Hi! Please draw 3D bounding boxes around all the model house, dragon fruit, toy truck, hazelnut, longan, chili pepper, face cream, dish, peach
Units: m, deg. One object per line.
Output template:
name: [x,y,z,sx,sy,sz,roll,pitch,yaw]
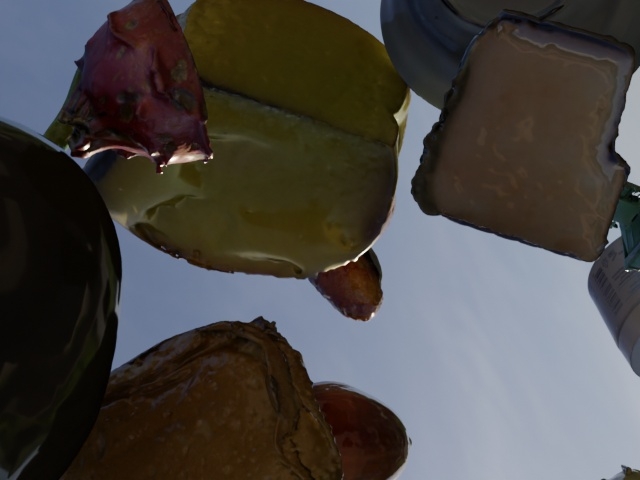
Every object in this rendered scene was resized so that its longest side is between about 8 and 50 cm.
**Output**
model house: [0.186,-0.088,1.011,0.166,0.183,0.172,18,-175,11]
dragon fruit: [-0.158,-0.121,0.929,0.153,0.110,0.153,162,90,-73]
toy truck: [0.277,-0.029,1.149,0.175,0.067,0.081,20,-139,-8]
hazelnut: [0.033,0.299,1.729,0.214,0.214,0.176,-94,7,-56]
longan: [-0.316,0.069,0.924,0.361,0.361,0.361,45,-159,-23]
chili pepper: [-0.337,-0.200,1.642,0.051,0.050,0.202,25,-114,-10]
face cream: [0.475,0.082,1.609,0.177,0.177,0.153,37,-157,-40]
dish: [0.210,-0.283,1.270,0.316,0.316,0.106,64,-175,25]
peach: [-0.089,-0.122,1.404,0.380,0.306,0.242,11,-139,0]

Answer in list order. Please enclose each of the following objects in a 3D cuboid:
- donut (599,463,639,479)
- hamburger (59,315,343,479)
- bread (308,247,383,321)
donut: [0.404,0.460,1.550,0.150,0.307,0.371,17,167,22]
hamburger: [-0.100,0.229,1.055,0.158,0.318,0.319,34,-153,-55]
bread: [0.003,0.006,1.602,0.269,0.095,0.139,50,168,29]
